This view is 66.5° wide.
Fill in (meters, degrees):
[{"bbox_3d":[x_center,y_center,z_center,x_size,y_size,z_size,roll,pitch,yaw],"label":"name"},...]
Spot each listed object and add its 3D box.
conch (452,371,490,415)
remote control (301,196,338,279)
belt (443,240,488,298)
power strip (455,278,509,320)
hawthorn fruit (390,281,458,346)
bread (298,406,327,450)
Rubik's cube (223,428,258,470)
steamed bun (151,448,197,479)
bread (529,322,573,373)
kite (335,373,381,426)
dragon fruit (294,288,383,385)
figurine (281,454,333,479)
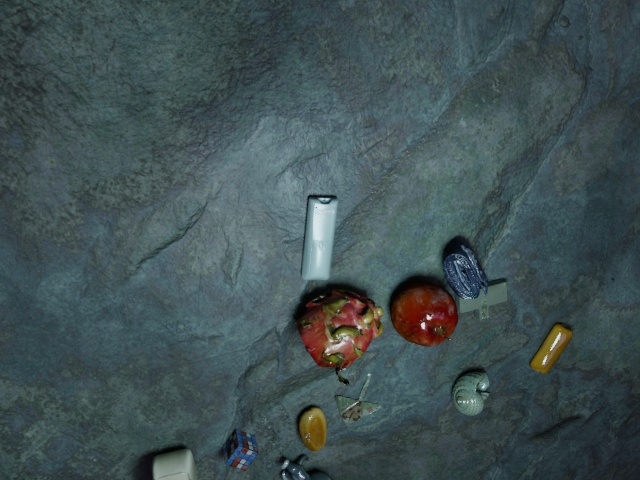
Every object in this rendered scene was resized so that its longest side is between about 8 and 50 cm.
[{"bbox_3d":[0.620,0.630,2.028,0.200,0.131,0.172,-3,89,-57],"label":"conch"},{"bbox_3d":[0.000,-0.001,1.640,0.103,0.051,0.293,0,109,-17],"label":"remote control"},{"bbox_3d":[0.531,0.103,1.811,0.122,0.128,0.218,-17,118,31],"label":"belt"},{"bbox_3d":[0.639,0.246,1.926,0.216,0.061,0.145,-13,112,-12],"label":"power strip"},{"bbox_3d":[0.391,0.281,1.747,0.242,0.272,0.242,-11,118,-23],"label":"hawthorn fruit"},{"bbox_3d":[-0.031,0.726,1.891,0.114,0.077,0.189,-19,115,-32],"label":"bread"},{"bbox_3d":[-0.298,0.779,1.817,0.092,0.092,0.092,32,98,-24],"label":"Rubik's cube"},{"bbox_3d":[-0.517,0.857,1.739,0.146,0.164,0.241,-8,113,-13],"label":"steamed bun"},{"bbox_3d":[1.005,0.476,2.120,0.092,0.074,0.239,20,103,-28],"label":"bread"},{"bbox_3d":[0.156,0.640,1.951,0.229,0.012,0.250,18,103,-26],"label":"kite"},{"bbox_3d":[0.080,0.298,1.669,0.291,0.269,0.250,-26,125,-3],"label":"dragon fruit"},{"bbox_3d":[-0.050,0.951,1.945,0.140,0.193,0.265,-38,88,-26],"label":"figurine"}]
